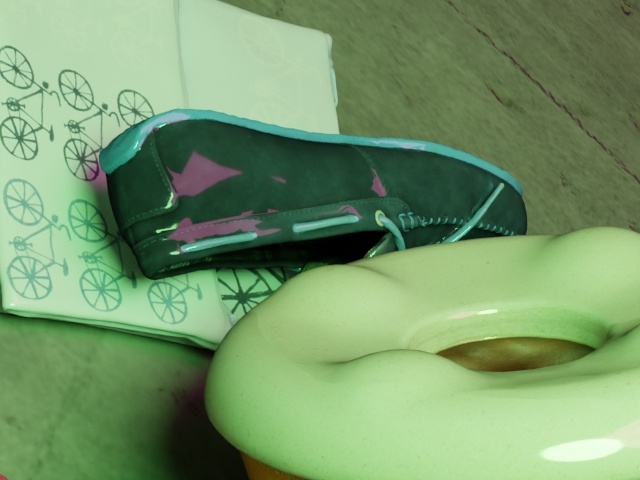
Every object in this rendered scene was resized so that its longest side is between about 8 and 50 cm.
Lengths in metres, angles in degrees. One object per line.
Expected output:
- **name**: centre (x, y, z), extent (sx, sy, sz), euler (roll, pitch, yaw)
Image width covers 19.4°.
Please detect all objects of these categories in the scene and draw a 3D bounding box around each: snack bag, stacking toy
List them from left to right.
- **snack bag**: centre (-0.094, -0.060, 1.329), extent (0.343, 0.037, 0.323), euler (15, 53, -38)
- **stacking toy**: centre (0.126, 0.254, 1.120), extent (0.351, 0.351, 0.479), euler (-26, 116, -50)

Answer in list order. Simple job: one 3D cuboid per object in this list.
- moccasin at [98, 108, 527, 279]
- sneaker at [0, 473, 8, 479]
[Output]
- **moccasin**: centre (0.000, 0.000, 1.277), extent (0.342, 0.138, 0.116), euler (5, 65, -33)
- **sneaker**: centre (-0.289, 0.150, 0.929), extent (0.299, 0.112, 0.121), euler (-1, 64, -44)
